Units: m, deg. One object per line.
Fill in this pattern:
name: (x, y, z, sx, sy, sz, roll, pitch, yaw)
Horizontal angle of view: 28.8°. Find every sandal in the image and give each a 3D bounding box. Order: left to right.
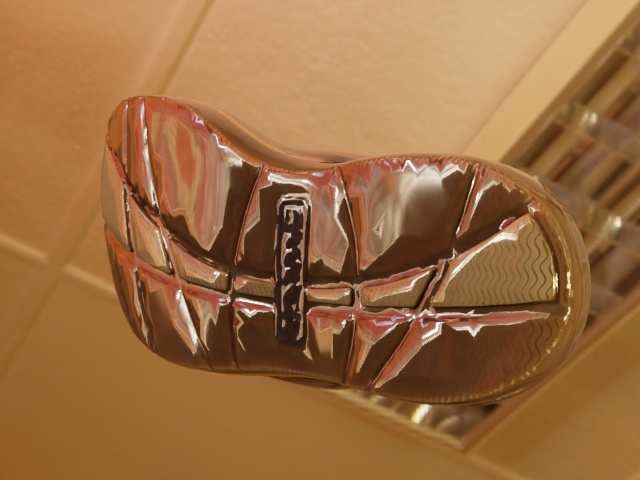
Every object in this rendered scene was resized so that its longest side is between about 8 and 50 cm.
sandal: (0.000, 0.000, 0.394, 0.060, 0.090, 0.219, 0, 4, -44)
